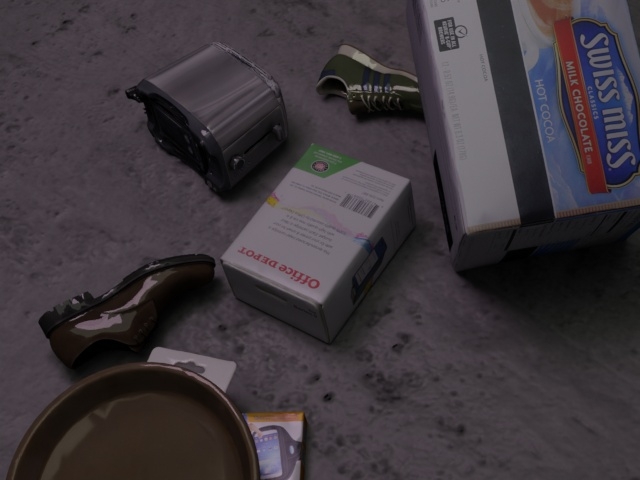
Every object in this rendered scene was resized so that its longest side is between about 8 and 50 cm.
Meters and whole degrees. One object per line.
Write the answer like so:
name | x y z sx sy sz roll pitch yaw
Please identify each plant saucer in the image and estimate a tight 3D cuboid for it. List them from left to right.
plant saucer | -0.195 0.263 1.079 0.277 0.041 0.278 -5 62 9

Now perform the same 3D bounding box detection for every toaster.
toaster | -0.150 -0.181 1.437 0.146 0.129 0.227 -36 53 -21

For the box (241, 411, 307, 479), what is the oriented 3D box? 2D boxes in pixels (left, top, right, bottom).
box | -0.059 0.257 1.150 0.081 0.028 0.136 -3 51 8

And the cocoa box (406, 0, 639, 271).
cocoa box | 0.241 -0.165 1.211 0.227 0.231 0.347 -10 79 2

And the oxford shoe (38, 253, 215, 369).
oxford shoe | -0.224 0.092 1.285 0.227 0.083 0.096 -28 72 -10

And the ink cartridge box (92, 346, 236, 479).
ink cartridge box | -0.169 0.227 1.168 0.115 0.067 0.198 10 57 17

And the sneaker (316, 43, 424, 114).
sneaker | 0.076 -0.204 1.456 0.192 0.064 0.086 32 72 29

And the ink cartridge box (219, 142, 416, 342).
ink cartridge box | 0.000 0.000 1.292 0.154 0.093 0.212 23 59 26
